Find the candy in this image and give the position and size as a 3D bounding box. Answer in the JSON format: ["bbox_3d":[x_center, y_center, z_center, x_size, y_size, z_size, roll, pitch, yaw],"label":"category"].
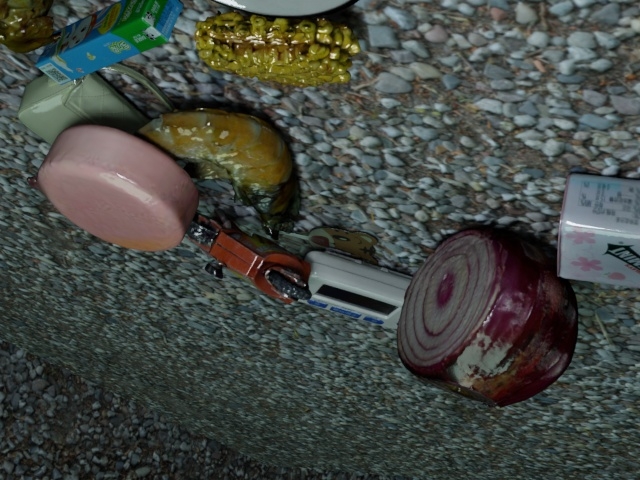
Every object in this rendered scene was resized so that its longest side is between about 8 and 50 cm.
[{"bbox_3d":[-0.316,-0.079,1.481,0.255,0.094,0.255,17,153,9],"label":"candy"}]

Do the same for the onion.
[{"bbox_3d":[0.298,0.146,1.610,0.260,0.282,0.336,28,154,-18],"label":"onion"}]

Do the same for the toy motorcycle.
[{"bbox_3d":[-0.126,0.034,1.753,0.298,0.089,0.171,32,-167,21],"label":"toy motorcycle"}]

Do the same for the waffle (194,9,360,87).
[{"bbox_3d":[-0.056,-0.231,1.169,0.193,0.070,0.197,7,-177,38],"label":"waffle"}]

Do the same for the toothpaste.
[{"bbox_3d":[-0.295,-0.279,1.325,0.266,0.065,0.050,-8,143,44],"label":"toothpaste"}]

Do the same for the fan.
[{"bbox_3d":[0.000,0.000,1.821,0.226,0.008,0.152,12,157,7],"label":"fan"}]

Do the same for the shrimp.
[{"bbox_3d":[-0.162,-0.090,1.582,0.272,0.085,0.445,-6,157,13],"label":"shrimp"}]

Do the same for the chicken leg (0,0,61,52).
[{"bbox_3d":[-0.431,-0.324,1.240,0.211,0.140,0.361,50,155,-20],"label":"chicken leg"}]

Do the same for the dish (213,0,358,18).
[{"bbox_3d":[-0.066,-0.362,0.949,0.316,0.106,0.316,15,154,7],"label":"dish"}]

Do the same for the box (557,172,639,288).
[{"bbox_3d":[0.529,0.006,1.371,0.369,0.112,0.190,8,156,18],"label":"box"}]

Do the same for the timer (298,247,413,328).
[{"bbox_3d":[0.073,0.092,1.885,0.253,0.078,0.178,18,157,-10],"label":"timer"}]

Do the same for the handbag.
[{"bbox_3d":[-0.327,-0.194,1.534,0.219,0.079,0.256,-16,144,27],"label":"handbag"}]
